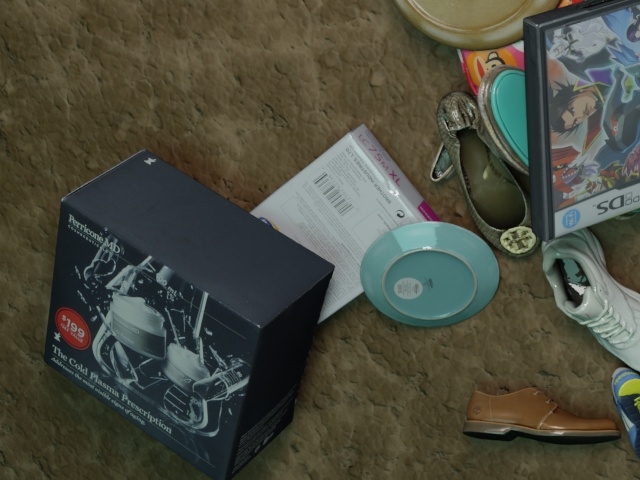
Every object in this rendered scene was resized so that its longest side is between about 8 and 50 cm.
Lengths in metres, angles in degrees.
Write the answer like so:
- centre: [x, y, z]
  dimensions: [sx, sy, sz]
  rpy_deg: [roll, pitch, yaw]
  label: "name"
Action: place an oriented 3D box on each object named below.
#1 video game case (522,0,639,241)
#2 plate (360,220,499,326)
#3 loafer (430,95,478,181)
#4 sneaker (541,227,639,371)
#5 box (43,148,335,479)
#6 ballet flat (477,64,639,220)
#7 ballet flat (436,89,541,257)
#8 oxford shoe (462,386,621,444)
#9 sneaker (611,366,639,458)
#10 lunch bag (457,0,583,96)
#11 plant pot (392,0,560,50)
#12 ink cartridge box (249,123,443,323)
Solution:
- centre: [0.352, -0.156, 1.626]
  dimensions: [0.035, 0.248, 0.274]
  rpy_deg: [-135, 32, -54]
  label: "video game case"
- centre: [0.146, 0.053, 1.887]
  dimensions: [0.188, 0.024, 0.188]
  rpy_deg: [2, 130, 2]
  label: "plate"
- centre: [0.180, -0.129, 1.839]
  dimensions: [0.045, 0.039, 0.125]
  rpy_deg: [31, 119, 11]
  label: "loafer"
- centre: [0.355, 0.089, 1.802]
  dimensions: [0.232, 0.115, 0.090]
  rpy_deg: [48, 120, 0]
  label: "sneaker"
- centre: [-0.192, 0.104, 1.950]
  dimensions: [0.343, 0.179, 0.312]
  rpy_deg: [31, 130, 20]
  label: "box"
- centre: [0.270, -0.110, 1.700]
  dimensions: [0.316, 0.107, 0.106]
  rpy_deg: [34, 165, -34]
  label: "ballet flat"
- centre: [0.217, -0.078, 1.810]
  dimensions: [0.084, 0.058, 0.250]
  rpy_deg: [-22, 112, 11]
  label: "ballet flat"
- centre: [0.303, 0.237, 1.912]
  dimensions: [0.212, 0.076, 0.076]
  rpy_deg: [6, 72, 11]
  label: "oxford shoe"
- centre: [0.423, 0.227, 1.866]
  dimensions: [0.053, 0.059, 0.144]
  rpy_deg: [-23, 118, -2]
  label: "sneaker"
- centre: [0.275, -0.322, 1.687]
  dimensions: [0.258, 0.120, 0.293]
  rpy_deg: [-13, 105, 23]
  label: "lunch bag"
- centre: [0.174, -0.334, 1.633]
  dimensions: [0.236, 0.032, 0.236]
  rpy_deg: [7, 111, 19]
  label: "plant pot"
- centre: [0.000, 0.000, 1.953]
  dimensions: [0.311, 0.065, 0.186]
  rpy_deg: [-38, 93, 28]
  label: "ink cartridge box"
